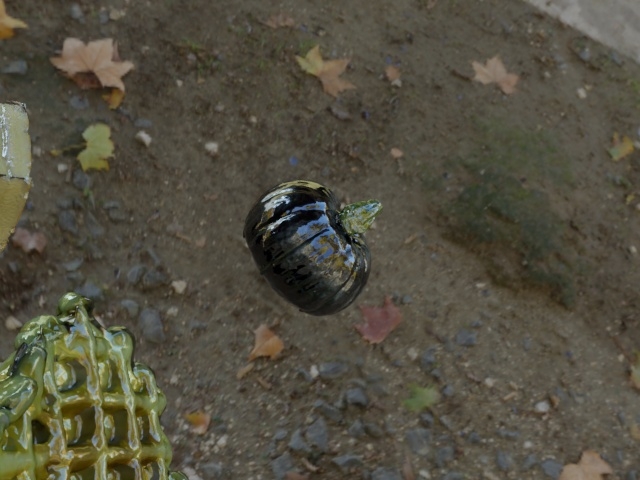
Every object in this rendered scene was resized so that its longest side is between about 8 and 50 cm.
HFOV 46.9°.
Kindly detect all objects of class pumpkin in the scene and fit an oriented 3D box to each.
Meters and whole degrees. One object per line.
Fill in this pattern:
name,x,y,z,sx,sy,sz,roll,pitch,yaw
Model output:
pumpkin,0.000,0.000,1.501,0.295,0.296,0.296,6,67,-15

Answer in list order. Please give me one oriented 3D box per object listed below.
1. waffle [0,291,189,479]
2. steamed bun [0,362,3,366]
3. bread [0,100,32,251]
waffle,-0.196,0.217,0.611,0.073,0.297,0.317,-13,27,14
steamed bun,-0.538,0.356,1.161,0.324,0.219,0.310,15,87,-39
bread,-0.676,-0.132,1.517,0.111,0.246,0.239,9,43,-40
